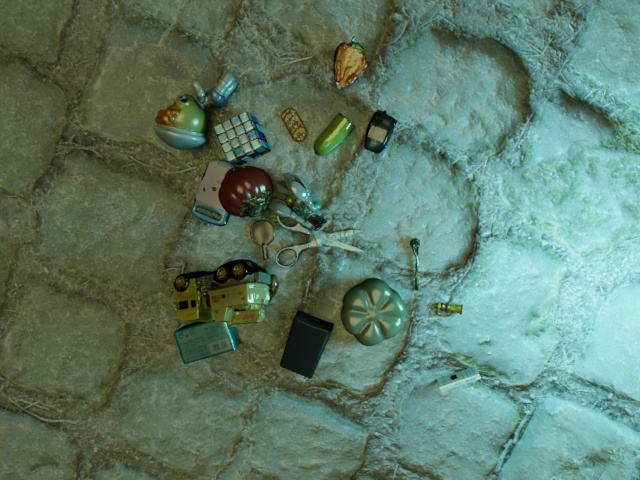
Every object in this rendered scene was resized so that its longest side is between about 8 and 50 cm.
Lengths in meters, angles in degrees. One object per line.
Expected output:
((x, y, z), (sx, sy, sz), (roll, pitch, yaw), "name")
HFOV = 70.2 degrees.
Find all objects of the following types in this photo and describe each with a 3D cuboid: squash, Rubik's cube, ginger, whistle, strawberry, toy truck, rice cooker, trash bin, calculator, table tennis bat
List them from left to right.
((-0.438, -0.196, 1.918), (0.173, 0.051, 0.293), (22, 98, 3), "calculator")
((-0.396, 0.224, 1.835), (0.405, 0.180, 0.254), (-11, 72, 20), "toy truck")
((-0.313, -0.406, 1.833), (0.155, 0.151, 0.154), (-24, 91, 10), "Rubik's cube")
((-0.250, 0.000, 1.879), (0.107, 0.119, 0.170), (-8, 93, 10), "table tennis bat")
((-0.230, 0.207, 1.922), (0.103, 0.073, 0.162), (23, 93, 8), "ginger")
((-0.061, 0.435, 1.905), (0.165, 0.115, 0.225), (20, 101, 4), "trash bin")
((0.047, -0.412, 1.820), (0.095, 0.095, 0.188), (42, 102, 2), "squash")
((0.113, -0.691, 1.784), (0.140, 0.085, 0.192), (-8, 100, 0), "strawberry")
((0.230, -0.425, 1.781), (0.106, 0.112, 0.165), (28, 98, -2), "rice cooker")
((0.523, 0.280, 1.856), (0.109, 0.057, 0.046), (4, 51, 15), "whistle")

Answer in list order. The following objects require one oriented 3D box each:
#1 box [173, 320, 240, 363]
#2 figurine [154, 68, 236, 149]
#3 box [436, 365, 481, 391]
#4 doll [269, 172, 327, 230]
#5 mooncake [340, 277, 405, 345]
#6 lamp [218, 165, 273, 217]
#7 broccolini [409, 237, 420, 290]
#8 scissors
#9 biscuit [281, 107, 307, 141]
((-0.488, 0.420, 1.963), (0.245, 0.092, 0.153), (-17, 94, 9), "box")
((-0.478, -0.516, 1.807), (0.205, 0.224, 0.382), (45, 99, -2), "figurine")
((0.557, 0.560, 1.845), (0.167, 0.090, 0.024), (-22, 93, 9), "box")
((-0.083, -0.163, 1.816), (0.258, 0.153, 0.195), (26, 114, 19), "doll")
((0.211, 0.292, 1.844), (0.275, 0.135, 0.275), (0, 93, 4), "mooncake")
((-0.297, -0.198, 1.804), (0.227, 0.227, 0.227), (1, 96, 7), "lamp")
((0.395, 0.097, 1.855), (0.044, 0.042, 0.218), (-6, 101, 6), "broccolini")
((0.000, 0.000, 1.892), (0.383, 0.029, 0.256), (4, 92, 4), "scissors")
((-0.107, -0.474, 1.866), (0.071, 0.018, 0.147), (-29, 92, 8), "biscuit")
